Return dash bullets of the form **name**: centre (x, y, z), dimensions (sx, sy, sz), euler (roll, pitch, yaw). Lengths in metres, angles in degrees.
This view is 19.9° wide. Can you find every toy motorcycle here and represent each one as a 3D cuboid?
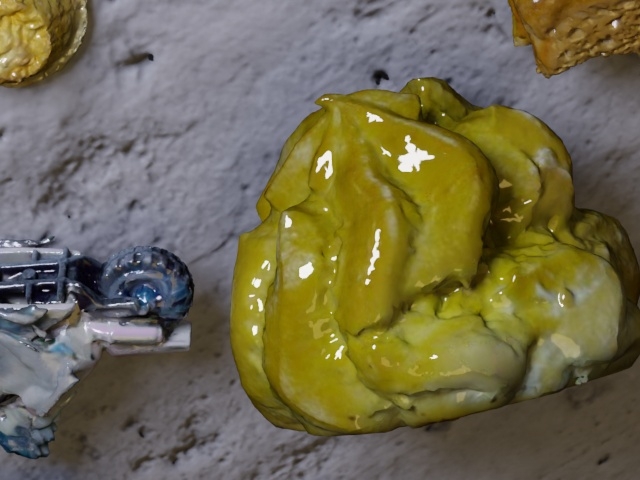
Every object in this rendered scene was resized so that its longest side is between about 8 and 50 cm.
- **toy motorcycle**: centre (-0.215, 0.091, 1.443), dimensions (0.239, 0.108, 0.204), euler (6, 128, 13)

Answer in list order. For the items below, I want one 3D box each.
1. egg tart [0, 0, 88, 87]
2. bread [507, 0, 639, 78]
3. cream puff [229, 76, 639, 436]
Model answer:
- **egg tart**: centre (-0.222, -0.152, 1.267), dimensions (0.128, 0.049, 0.129), euler (-9, 131, -11)
- **bread**: centre (0.326, -0.204, 1.349), dimensions (0.380, 0.109, 0.185), euler (-20, 140, 3)
- **cream puff**: centre (0.082, 0.008, 1.378), dimensions (0.324, 0.291, 0.257), euler (-12, 92, -29)
